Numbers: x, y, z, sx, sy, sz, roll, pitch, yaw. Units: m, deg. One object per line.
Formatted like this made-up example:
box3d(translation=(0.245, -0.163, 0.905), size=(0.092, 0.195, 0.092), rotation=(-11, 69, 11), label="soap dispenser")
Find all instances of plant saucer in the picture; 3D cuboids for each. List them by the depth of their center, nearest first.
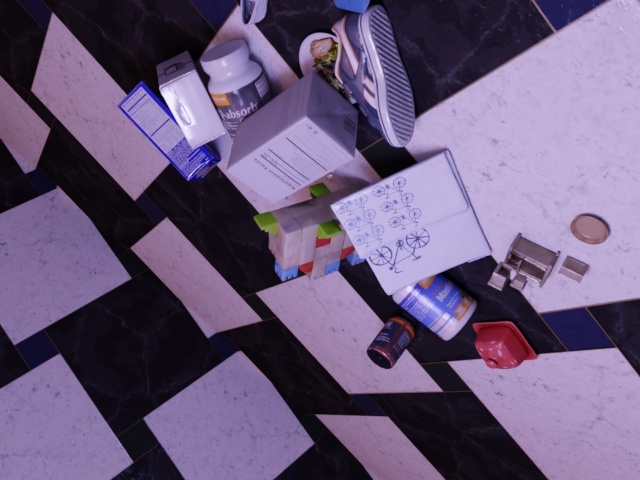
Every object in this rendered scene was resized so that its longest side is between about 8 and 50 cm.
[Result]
box3d(translation=(0.611, -0.027, 1.381), size=(0.083, 0.015, 0.083), rotation=(29, 147, 21), label="plant saucer")

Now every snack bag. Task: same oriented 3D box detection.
box3d(translation=(0.241, -0.026, 1.580), size=(0.323, 0.037, 0.342), rotation=(-24, 118, 12), label="snack bag")

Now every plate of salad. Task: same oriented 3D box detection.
box3d(translation=(0.022, -0.419, 1.517), size=(0.200, 0.048, 0.199), rotation=(27, 146, 21), label="plate of salad")

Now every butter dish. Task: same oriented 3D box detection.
box3d(translation=(0.528, 0.330, 1.808), size=(0.160, 0.118, 0.160), rotation=(52, 148, -16), label="butter dish")

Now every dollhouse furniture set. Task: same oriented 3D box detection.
box3d(translation=(0.525, 0.101, 1.491), size=(0.182, 0.161, 0.101), rotation=(29, 146, 22), label="dollhouse furniture set")

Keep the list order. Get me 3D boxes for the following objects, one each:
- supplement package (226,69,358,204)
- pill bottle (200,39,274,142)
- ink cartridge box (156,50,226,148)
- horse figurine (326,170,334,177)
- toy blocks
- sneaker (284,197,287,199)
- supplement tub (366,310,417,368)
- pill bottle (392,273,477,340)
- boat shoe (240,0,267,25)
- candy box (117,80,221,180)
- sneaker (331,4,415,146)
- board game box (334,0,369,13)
box3d(translation=(-0.071, -0.254, 1.552), size=(0.293, 0.177, 0.175), rotation=(-26, 133, 37), label="supplement package")
box3d(translation=(-0.216, -0.399, 1.692), size=(0.162, 0.162, 0.278), rotation=(11, 137, 40), label="pill bottle")
box3d(translation=(-0.378, -0.414, 1.770), size=(0.198, 0.115, 0.273), rotation=(65, 178, -32), label="ink cartridge box")
box3d(translation=(-0.021, -0.239, 1.706), size=(0.066, 0.174, 0.263), rotation=(30, 150, -32), label="horse figurine")
box3d(translation=(0.000, 0.000, 1.737), size=(0.190, 0.381, 0.260), rotation=(53, 150, 34), label="toy blocks")
box3d(translation=(-0.135, -0.189, 1.974), size=(0.061, 0.053, 0.152), rotation=(13, 144, 15), label="sneaker")
box3d(translation=(0.247, 0.327, 2.035), size=(0.106, 0.198, 0.106), rotation=(29, 147, 22), label="supplement tub")
box3d(translation=(0.311, 0.156, 1.802), size=(0.272, 0.152, 0.152), rotation=(38, 148, 6), label="pill bottle")
box3d(translation=(-0.166, -0.605, 1.478), size=(0.066, 0.063, 0.184), rotation=(38, 149, 6), label="boat shoe")
box3d(translation=(-0.483, -0.345, 1.982), size=(0.317, 0.122, 0.268), rotation=(48, -179, -6), label="candy box")
box3d(translation=(0.122, -0.367, 1.400), size=(0.127, 0.126, 0.321), rotation=(2, 120, 40), label="sneaker")
box3d(translation=(0.072, -0.560, 1.292), size=(0.169, 0.033, 0.133), rotation=(38, 142, 49), label="board game box")
